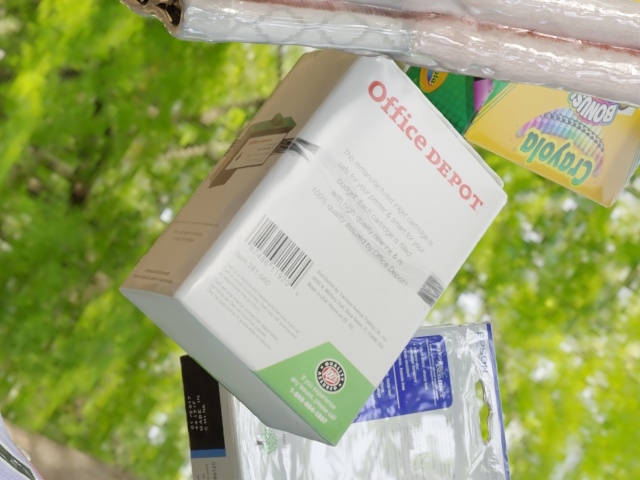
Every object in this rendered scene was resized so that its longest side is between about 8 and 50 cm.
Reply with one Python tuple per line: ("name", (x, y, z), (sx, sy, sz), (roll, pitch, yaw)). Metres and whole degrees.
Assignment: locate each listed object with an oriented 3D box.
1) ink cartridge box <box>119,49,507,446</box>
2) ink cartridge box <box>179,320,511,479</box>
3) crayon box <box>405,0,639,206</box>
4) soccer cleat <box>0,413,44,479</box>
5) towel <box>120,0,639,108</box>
("ink cartridge box", (0.000, 0.000, 1.074), (0.219, 0.160, 0.092), (-53, -153, -19))
("ink cartridge box", (0.030, 0.159, 1.331), (0.065, 0.333, 0.165), (-12, -97, 44))
("crayon box", (0.197, -0.139, 1.304), (0.278, 0.081, 0.165), (17, 108, -55))
("soccer cleat", (-0.169, 0.074, 0.664), (0.083, 0.248, 0.095), (-19, 166, 16))
("towel", (0.045, -0.113, 0.793), (0.332, 0.317, 0.053), (-143, -118, -67))
